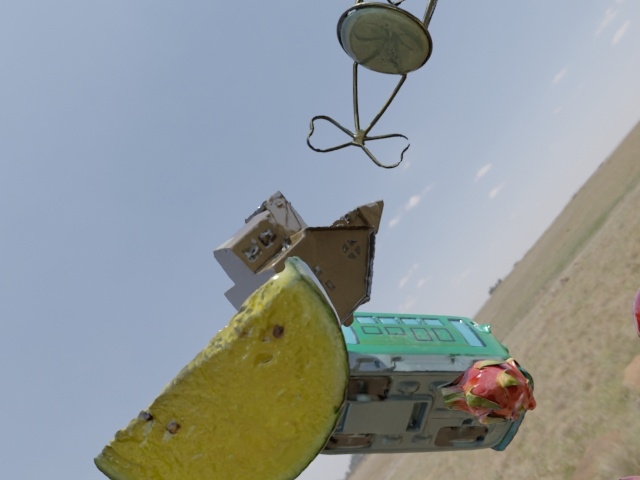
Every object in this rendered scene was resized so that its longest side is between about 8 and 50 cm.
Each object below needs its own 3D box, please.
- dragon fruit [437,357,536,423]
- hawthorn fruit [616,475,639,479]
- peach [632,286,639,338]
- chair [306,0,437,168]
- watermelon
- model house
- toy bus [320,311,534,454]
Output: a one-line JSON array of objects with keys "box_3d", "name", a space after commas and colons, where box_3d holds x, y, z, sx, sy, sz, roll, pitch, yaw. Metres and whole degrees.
[{"box_3d": [0.209, 0.193, 0.768, 0.116, 0.081, 0.086, -11, -11, 12], "name": "dragon fruit"}, {"box_3d": [0.351, 0.321, 0.646, 0.148, 0.172, 0.148, -22, -47, -27], "name": "hawthorn fruit"}, {"box_3d": [0.418, 0.070, 0.566, 0.231, 0.231, 0.231, -44, -17, -18], "name": "peach"}, {"box_3d": [0.095, -0.292, 0.913, 0.170, 0.160, 0.325, 93, -166, -70], "name": "chair"}, {"box_3d": [-0.038, 0.103, 0.354, 0.181, 0.075, 0.092, -44, -33, 15], "name": "watermelon"}, {"box_3d": [0.000, 0.000, 0.813, 0.248, 0.176, 0.181, -43, 7, -33], "name": "model house"}, {"box_3d": [0.133, 0.220, 0.975, 0.199, 0.344, 0.183, -111, 29, -59], "name": "toy bus"}]
